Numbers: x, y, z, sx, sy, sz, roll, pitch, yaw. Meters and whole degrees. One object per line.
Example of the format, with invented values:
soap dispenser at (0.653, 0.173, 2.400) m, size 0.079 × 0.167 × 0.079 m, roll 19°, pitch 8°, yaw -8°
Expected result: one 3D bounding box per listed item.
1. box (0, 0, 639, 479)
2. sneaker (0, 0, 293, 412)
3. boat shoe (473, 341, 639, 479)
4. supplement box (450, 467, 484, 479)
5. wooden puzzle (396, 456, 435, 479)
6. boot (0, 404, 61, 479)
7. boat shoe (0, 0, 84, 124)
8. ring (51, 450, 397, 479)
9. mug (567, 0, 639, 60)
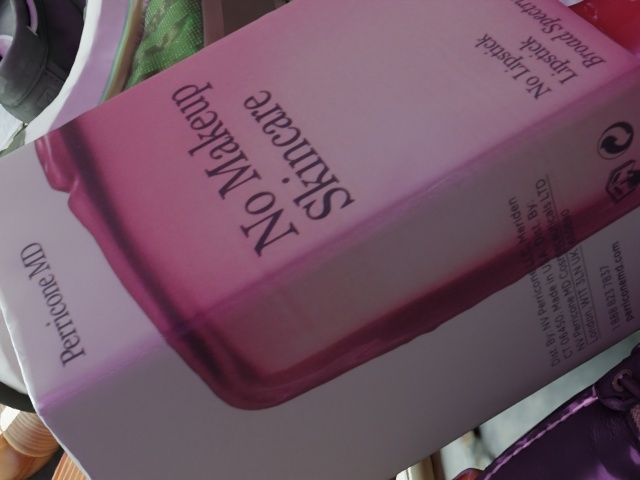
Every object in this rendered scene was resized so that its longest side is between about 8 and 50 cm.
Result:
box at (0.000, 0.000, 0.460) m, size 0.232 × 0.127 × 0.148 m, roll -30°, pitch 43°, yaw -7°
sneaker at (-0.039, -0.084, 0.649) m, size 0.182 × 0.158 × 0.410 m, roll 10°, pitch 71°, yaw 25°
boat shoe at (0.141, 0.057, 0.413) m, size 0.223 × 0.073 × 0.080 m, roll -28°, pitch 53°, yaw 6°
supplement box at (0.104, 0.203, 0.438) m, size 0.080 × 0.078 × 0.233 m, roll -45°, pitch 49°, yaw 20°
wooden puzzle at (0.026, 0.121, 0.592) m, size 0.078 × 0.014 × 0.116 m, roll -19°, pitch 62°, yaw 33°
boot at (-0.219, 0.079, 0.806) m, size 0.152 × 0.073 × 0.197 m, roll -49°, pitch 36°, yaw 33°
boat shoe at (-0.264, -0.185, 0.929) m, size 0.112 × 0.095 × 0.335 m, roll -58°, pitch 45°, yaw 11°
ring at (-0.062, 0.129, 0.601) m, size 0.336 × 0.032 × 0.336 m, roll -41°, pitch 30°, yaw 30°
mug at (0.189, -0.115, 0.458) m, size 0.169 × 0.113 × 0.150 m, roll -40°, pitch 52°, yaw 22°
